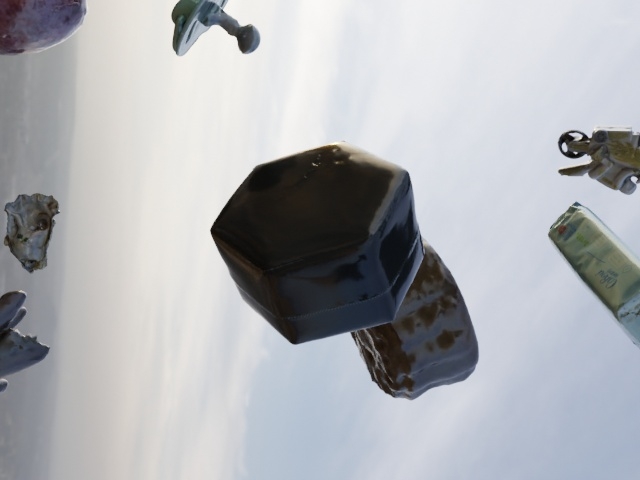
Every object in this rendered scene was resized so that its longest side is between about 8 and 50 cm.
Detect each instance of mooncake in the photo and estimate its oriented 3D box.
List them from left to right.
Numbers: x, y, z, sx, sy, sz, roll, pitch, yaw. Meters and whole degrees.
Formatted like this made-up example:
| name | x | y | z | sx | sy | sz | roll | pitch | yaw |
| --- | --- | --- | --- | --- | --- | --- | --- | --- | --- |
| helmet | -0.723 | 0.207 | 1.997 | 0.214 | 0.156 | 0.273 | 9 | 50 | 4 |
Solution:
| name | x | y | z | sx | sy | sz | roll | pitch | yaw |
| --- | --- | --- | --- | --- | --- | --- | --- | --- | --- |
| mooncake | 0.154 | 0.145 | 1.599 | 0.324 | 0.187 | 0.324 | 156 | -90 | -80 |

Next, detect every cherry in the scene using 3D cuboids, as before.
| name | x | y | z | sx | sy | sz | roll | pitch | yaw |
| --- | --- | --- | --- | --- | --- | --- | --- | --- | --- |
| cherry | -0.493 | -0.385 | 1.336 | 0.192 | 0.249 | 0.175 | -126 | -166 | -70 |

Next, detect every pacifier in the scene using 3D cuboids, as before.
| name | x | y | z | sx | sy | sz | roll | pitch | yaw |
| --- | --- | --- | --- | --- | --- | --- | --- | --- | --- |
| pacifier | -0.135 | -0.286 | 1.112 | 0.127 | 0.116 | 0.150 | -50 | -171 | 42 |

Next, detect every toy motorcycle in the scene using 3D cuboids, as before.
| name | x | y | z | sx | sy | sz | roll | pitch | yaw |
| --- | --- | --- | --- | --- | --- | --- | --- | --- | --- |
| toy motorcycle | 0.590 | -0.162 | 1.661 | 0.074 | 0.228 | 0.151 | -52 | 135 | -58 |

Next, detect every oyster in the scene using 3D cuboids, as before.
| name | x | y | z | sx | sy | sz | roll | pitch | yaw |
| --- | --- | --- | --- | --- | --- | --- | --- | --- | --- |
| oyster | -0.598 | -0.017 | 1.705 | 0.053 | 0.108 | 0.166 | 157 | -58 | -68 |

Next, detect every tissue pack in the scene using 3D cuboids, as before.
| name | x | y | z | sx | sy | sz | roll | pitch | yaw |
| --- | --- | --- | --- | --- | --- | --- | --- | --- | --- |
| tissue pack | 0.434 | 0.070 | 1.181 | 0.089 | 0.177 | 0.263 | -42 | -157 | 14 |

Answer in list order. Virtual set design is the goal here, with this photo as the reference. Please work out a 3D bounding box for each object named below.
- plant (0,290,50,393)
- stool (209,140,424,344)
| name | x | y | z | sx | sy | sz | roll | pitch | yaw |
| --- | --- | --- | --- | --- | --- | --- | --- | --- | --- |
| plant | -0.451 | 0.117 | 0.836 | 0.182 | 0.320 | 0.194 | 55 | -17 | 13 |
| stool | 0.000 | 0.000 | 0.960 | 0.232 | 0.232 | 0.141 | -107 | 180 | -51 |
